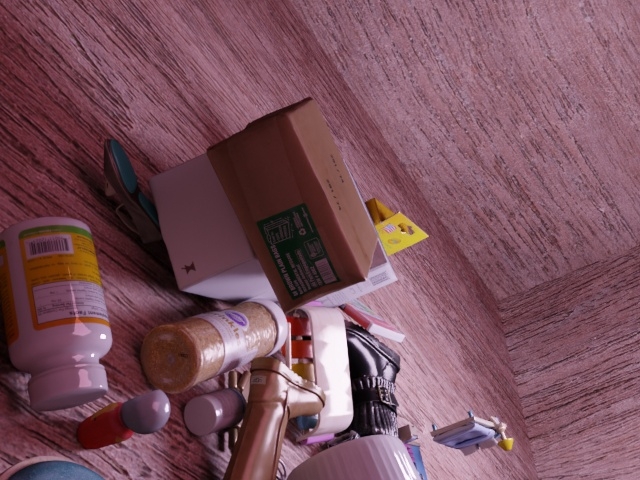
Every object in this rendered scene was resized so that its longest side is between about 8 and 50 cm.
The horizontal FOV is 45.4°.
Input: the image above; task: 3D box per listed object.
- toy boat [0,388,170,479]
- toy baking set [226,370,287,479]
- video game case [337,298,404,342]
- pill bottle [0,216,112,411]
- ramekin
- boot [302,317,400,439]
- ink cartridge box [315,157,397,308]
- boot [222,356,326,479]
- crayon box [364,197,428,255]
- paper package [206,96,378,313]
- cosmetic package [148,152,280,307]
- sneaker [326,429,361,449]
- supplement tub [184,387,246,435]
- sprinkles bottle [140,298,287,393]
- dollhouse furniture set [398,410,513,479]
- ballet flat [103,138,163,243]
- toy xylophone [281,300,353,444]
[{"bbox_3d":[-0.287,0.329,0.987,0.267,0.148,0.318,52,25,-29],"label":"toy boat"},{"bbox_3d":[-0.122,0.376,1.489,0.197,0.030,0.256,47,27,-38],"label":"toy baking set"},{"bbox_3d":[0.071,0.162,1.974,0.285,0.025,0.204,36,4,32],"label":"video game case"},{"bbox_3d":[-0.367,0.103,1.064,0.136,0.136,0.246,22,47,-61],"label":"pill bottle"},{"bbox_3d":[0.065,0.489,1.489,0.277,0.277,0.135,32,30,-54],"label":"ramekin"},{"bbox_3d":[0.076,0.353,1.851,0.348,0.131,0.260,33,50,-31],"label":"boot"},{"bbox_3d":[0.000,0.000,1.873,0.130,0.271,0.310,54,14,-62],"label":"ink cartridge box"},{"bbox_3d":[-0.088,0.378,1.402,0.236,0.089,0.270,42,49,-45],"label":"boot"},{"bbox_3d":[0.105,-0.005,2.047,0.202,0.318,0.081,33,38,-55],"label":"crayon box"},{"bbox_3d":[-0.040,-0.078,1.414,0.325,0.168,0.309,65,14,-11],"label":"paper package"},{"bbox_3d":[-0.151,-0.003,1.578,0.230,0.161,0.453,71,13,15],"label":"cosmetic package"},{"bbox_3d":[0.075,0.527,1.688,0.226,0.086,0.163,-98,166,-59],"label":"sneaker"},{"bbox_3d":[-0.186,0.304,1.363,0.107,0.071,0.071,8,59,-66],"label":"supplement tub"},{"bbox_3d":[-0.185,0.188,1.424,0.121,0.121,0.355,67,21,6],"label":"sprinkles bottle"},{"bbox_3d":[0.330,0.570,1.964,0.286,0.303,0.198,33,37,-54],"label":"dollhouse furniture set"},{"bbox_3d":[-0.353,-0.081,1.388,0.072,0.068,0.213,-91,157,-60],"label":"ballet flat"},{"bbox_3d":[-0.022,0.276,1.661,0.236,0.081,0.323,20,63,-47],"label":"toy xylophone"}]
